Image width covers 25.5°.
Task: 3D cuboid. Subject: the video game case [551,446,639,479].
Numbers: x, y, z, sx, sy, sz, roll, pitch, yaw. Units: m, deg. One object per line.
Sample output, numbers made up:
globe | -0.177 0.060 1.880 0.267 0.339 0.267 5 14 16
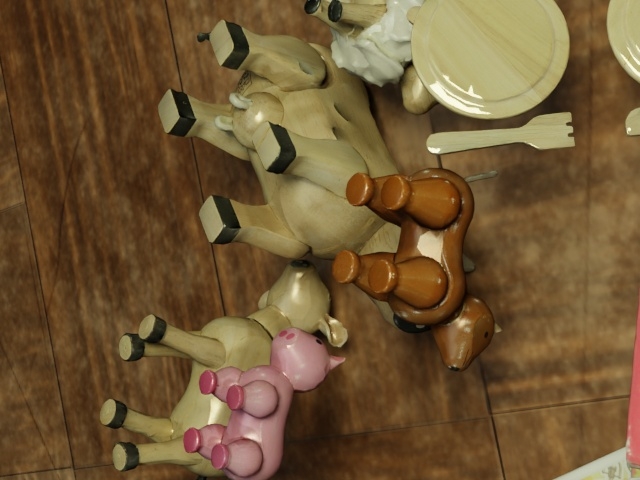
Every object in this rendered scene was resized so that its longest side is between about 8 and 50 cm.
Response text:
video game case | 0.215 0.222 0.837 0.227 0.026 0.206 -36 70 42

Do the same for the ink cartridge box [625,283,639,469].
ink cartridge box | 0.340 -0.005 0.581 0.384 0.160 0.279 11 99 45

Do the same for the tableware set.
tableware set | 0.147 -0.110 0.788 0.194 0.039 0.128 -5 77 2

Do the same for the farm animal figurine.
farm animal figurine | 0.000 0.000 0.936 0.330 0.172 0.327 -32 58 41
